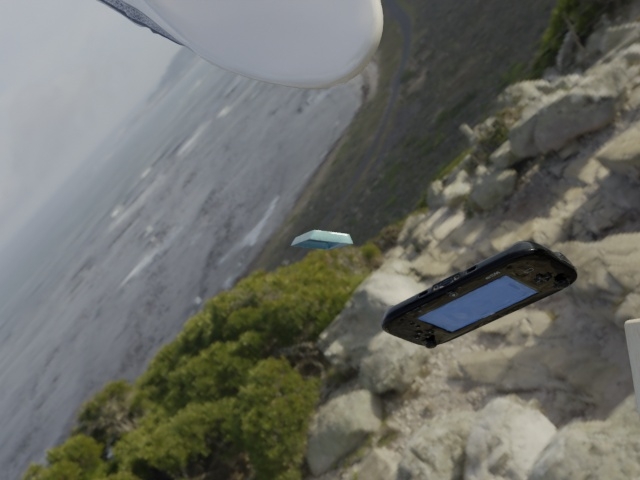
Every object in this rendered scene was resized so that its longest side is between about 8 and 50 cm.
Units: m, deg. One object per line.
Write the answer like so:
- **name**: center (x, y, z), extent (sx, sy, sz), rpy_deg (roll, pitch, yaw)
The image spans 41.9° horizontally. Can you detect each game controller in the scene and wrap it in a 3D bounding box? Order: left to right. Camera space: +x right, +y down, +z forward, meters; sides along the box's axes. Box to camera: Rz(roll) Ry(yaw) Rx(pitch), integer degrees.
- **game controller**: center (0.254, 0.094, 1.368), extent (0.319, 0.166, 0.067), rpy_deg (-32, 60, 33)

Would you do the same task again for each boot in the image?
- **boot**: center (-0.055, -0.117, 0.345), extent (0.069, 0.190, 0.086), rpy_deg (-61, -9, 8)

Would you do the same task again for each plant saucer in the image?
- **plant saucer**: center (0.000, 0.000, 1.320), extent (0.192, 0.067, 0.018), rpy_deg (158, 118, -79)

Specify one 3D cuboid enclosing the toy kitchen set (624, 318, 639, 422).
- **toy kitchen set**: center (0.377, 0.119, 0.691), extent (0.166, 0.207, 0.122), rpy_deg (-16, 73, 38)
